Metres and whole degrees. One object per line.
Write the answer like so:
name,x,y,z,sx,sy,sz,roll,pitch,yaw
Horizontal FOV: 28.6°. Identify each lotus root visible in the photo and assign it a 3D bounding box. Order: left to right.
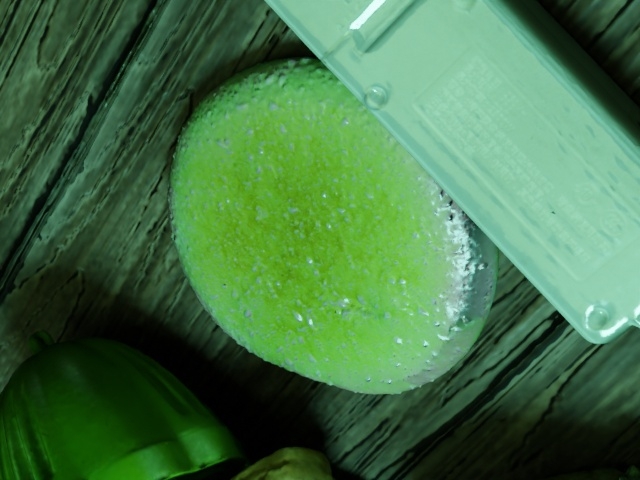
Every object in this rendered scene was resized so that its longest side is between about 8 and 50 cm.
lotus root,-0.161,0.132,0.862,0.186,0.186,0.186,13,121,23

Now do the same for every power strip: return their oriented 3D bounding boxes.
power strip,0.079,-0.085,0.651,0.338,0.058,0.098,47,119,0

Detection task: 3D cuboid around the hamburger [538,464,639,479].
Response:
hamburger,0.140,0.266,0.767,0.211,0.132,0.309,13,123,21

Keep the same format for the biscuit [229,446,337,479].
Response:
biscuit,-0.077,0.213,0.830,0.212,0.238,0.041,92,161,-51

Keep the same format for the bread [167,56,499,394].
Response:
bread,0.000,0.000,0.764,0.228,0.033,0.229,12,120,22
